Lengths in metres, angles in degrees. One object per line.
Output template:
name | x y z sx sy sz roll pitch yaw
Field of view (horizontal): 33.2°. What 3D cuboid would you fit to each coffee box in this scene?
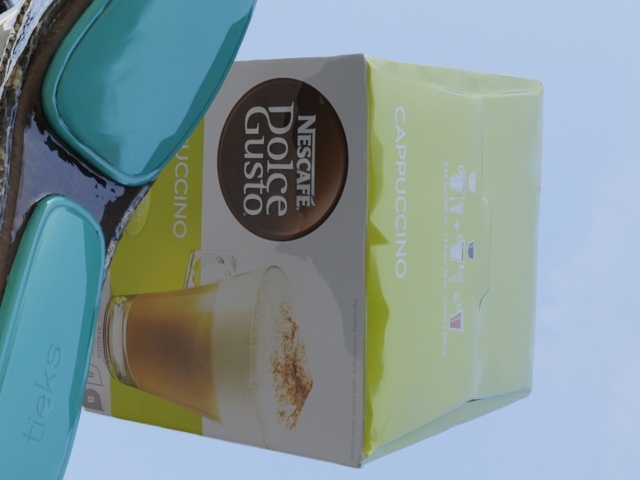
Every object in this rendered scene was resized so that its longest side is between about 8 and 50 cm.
coffee box | 0.000 0.000 1.065 0.334 0.338 0.337 4 -85 35

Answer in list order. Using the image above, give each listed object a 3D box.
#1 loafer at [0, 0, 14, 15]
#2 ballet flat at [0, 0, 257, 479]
loafer | -0.335 -0.155 1.141 0.134 0.130 0.366 -24 -66 -14
ballet flat | -0.197 -0.042 0.719 0.182 0.164 0.482 8 -113 27
